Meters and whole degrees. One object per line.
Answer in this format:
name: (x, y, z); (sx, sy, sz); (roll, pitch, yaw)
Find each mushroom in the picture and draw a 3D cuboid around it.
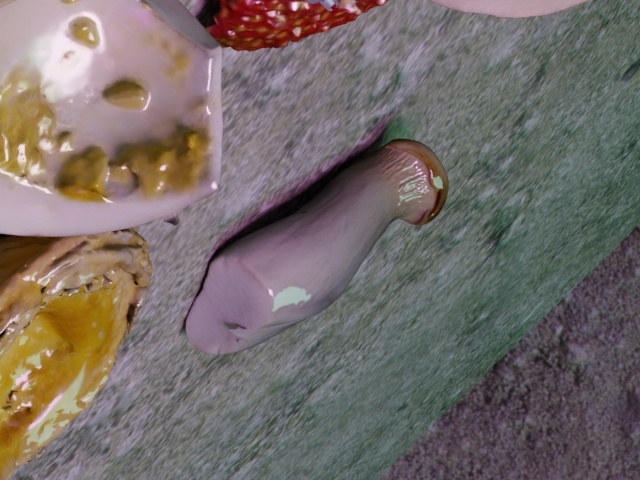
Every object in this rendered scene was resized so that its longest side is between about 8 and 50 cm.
mushroom: (0.000, 0.000, 2.146); (0.328, 0.122, 0.159); (-37, -165, -33)

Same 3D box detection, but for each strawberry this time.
strawberry: (0.045, -0.247, 1.668); (0.306, 0.137, 0.233); (-54, 164, 7)

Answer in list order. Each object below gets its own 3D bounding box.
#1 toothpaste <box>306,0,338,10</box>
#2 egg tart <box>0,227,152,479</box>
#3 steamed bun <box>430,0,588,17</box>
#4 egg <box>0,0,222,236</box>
toothpaste: (-0.036, -0.236, 1.537); (0.045, 0.028, 0.170); (-47, 128, -4)
egg tart: (-0.258, 0.086, 1.634); (0.288, 0.118, 0.288); (-42, 160, -19)
steamed bun: (0.073, -0.301, 1.348); (0.247, 0.352, 0.339); (-30, 158, 24)
egg: (-0.197, -0.124, 1.282); (0.206, 0.162, 0.271); (-24, 140, 30)
